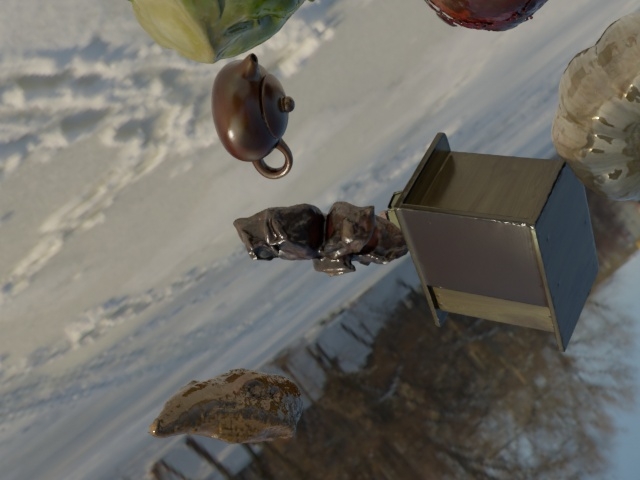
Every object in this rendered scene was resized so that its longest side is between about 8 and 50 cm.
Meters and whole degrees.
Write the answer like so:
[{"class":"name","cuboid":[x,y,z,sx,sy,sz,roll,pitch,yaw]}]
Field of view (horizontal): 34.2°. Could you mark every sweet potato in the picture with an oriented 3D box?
[{"class":"sweet potato","cuboid":[-0.063,0.130,0.806,0.206,0.068,0.060,6,104,-56]}]

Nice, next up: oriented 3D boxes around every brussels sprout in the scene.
[{"class":"brussels sprout","cuboid":[-0.101,-0.379,1.221,0.328,0.328,0.247,-36,-145,-26]}]

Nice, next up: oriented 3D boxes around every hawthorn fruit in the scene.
[{"class":"hawthorn fruit","cuboid":[0.270,-0.509,1.721,0.316,0.316,0.316,-38,175,-4]}]

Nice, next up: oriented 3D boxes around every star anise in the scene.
[{"class":"star anise","cuboid":[0.006,0.000,1.451,0.214,0.099,0.220,7,170,-42]}]

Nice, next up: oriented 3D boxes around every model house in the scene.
[{"class":"model house","cuboid":[0.128,-0.038,1.682,0.058,0.083,0.057,-20,176,34]}]

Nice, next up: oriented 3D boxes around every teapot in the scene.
[{"class":"teapot","cuboid":[-0.102,-0.210,1.806,0.135,0.252,0.178,-5,-141,22]}]

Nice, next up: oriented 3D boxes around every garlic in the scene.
[{"class":"garlic","cuboid":[0.347,-0.161,1.106,0.218,0.218,0.212,-42,-153,30]}]

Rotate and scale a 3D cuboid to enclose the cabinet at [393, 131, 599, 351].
[{"class":"cabinet","cuboid":[0.217,-0.003,1.240,0.174,0.215,0.148,9,-130,32]}]
